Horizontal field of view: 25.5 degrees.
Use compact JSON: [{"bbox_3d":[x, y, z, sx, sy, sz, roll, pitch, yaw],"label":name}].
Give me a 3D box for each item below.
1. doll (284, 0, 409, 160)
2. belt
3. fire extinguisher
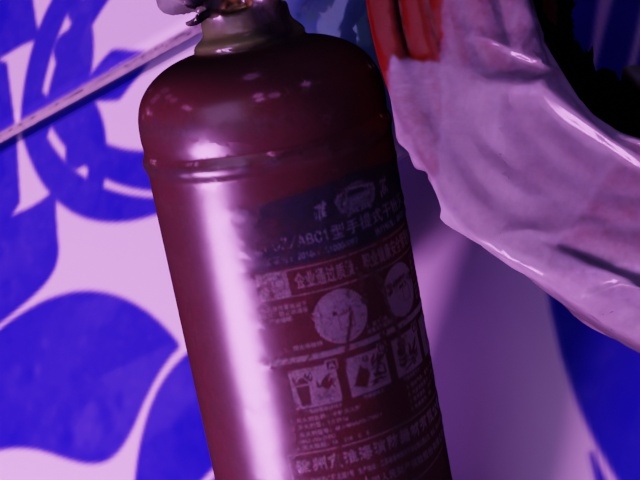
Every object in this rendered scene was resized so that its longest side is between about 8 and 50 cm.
[{"bbox_3d":[0.003,-0.054,0.680,0.135,0.099,0.241,21,90,3],"label":"doll"},{"bbox_3d":[0.134,-0.117,0.547,0.227,0.115,0.323,12,85,20],"label":"belt"},{"bbox_3d":[0.000,0.000,0.591,0.102,0.138,0.344,6,111,48],"label":"fire extinguisher"}]
